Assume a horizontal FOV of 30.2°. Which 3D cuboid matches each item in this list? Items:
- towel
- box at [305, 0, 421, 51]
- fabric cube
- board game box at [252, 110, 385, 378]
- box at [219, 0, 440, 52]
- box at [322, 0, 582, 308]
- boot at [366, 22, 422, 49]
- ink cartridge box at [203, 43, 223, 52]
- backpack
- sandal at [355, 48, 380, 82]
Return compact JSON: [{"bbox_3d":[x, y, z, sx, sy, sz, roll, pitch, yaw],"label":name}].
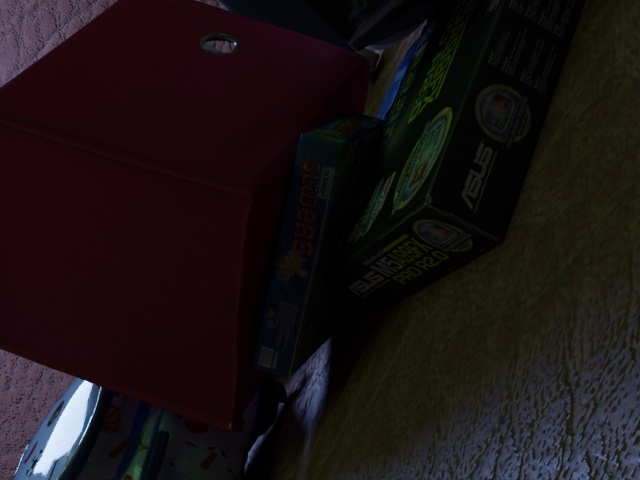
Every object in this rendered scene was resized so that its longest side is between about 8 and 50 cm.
[{"bbox_3d":[0.088,-0.158,1.227,0.119,0.029,0.067,-66,10,-11],"label":"towel"},{"bbox_3d":[0.067,-0.283,0.937,0.242,0.076,0.307,-39,-12,8],"label":"box"},{"bbox_3d":[-0.129,-0.037,1.060,0.258,0.254,0.259,-54,-22,-50],"label":"fabric cube"},{"bbox_3d":[0.000,0.000,0.995,0.136,0.035,0.201,-38,-37,-67],"label":"board game box"},{"bbox_3d":[0.006,-0.430,1.248,0.212,0.293,0.395,-16,42,42],"label":"box"},{"bbox_3d":[0.105,-0.097,0.912,0.270,0.060,0.216,-68,11,-21],"label":"box"},{"bbox_3d":[0.104,-0.317,1.416,0.258,0.095,0.123,-58,2,-16],"label":"boot"},{"bbox_3d":[-0.117,-0.117,1.565,0.168,0.232,0.171,-55,14,40],"label":"ink cartridge box"},{"bbox_3d":[-0.174,0.245,1.096,0.276,0.213,0.263,-54,25,32],"label":"backpack"},{"bbox_3d":[0.039,-0.247,1.523,0.240,0.088,0.079,-64,3,-30],"label":"sandal"}]
